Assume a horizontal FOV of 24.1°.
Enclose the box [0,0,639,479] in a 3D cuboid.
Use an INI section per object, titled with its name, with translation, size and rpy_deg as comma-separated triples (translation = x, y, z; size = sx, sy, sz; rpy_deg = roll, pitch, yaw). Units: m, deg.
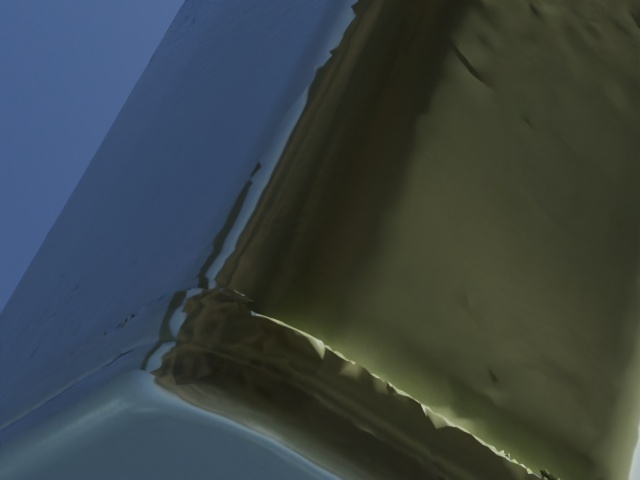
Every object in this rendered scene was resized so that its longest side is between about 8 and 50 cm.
[box]
translation = 0.000, 0.000, 0.623
size = 0.177, 0.352, 0.344
rpy_deg = 34, -123, -16
